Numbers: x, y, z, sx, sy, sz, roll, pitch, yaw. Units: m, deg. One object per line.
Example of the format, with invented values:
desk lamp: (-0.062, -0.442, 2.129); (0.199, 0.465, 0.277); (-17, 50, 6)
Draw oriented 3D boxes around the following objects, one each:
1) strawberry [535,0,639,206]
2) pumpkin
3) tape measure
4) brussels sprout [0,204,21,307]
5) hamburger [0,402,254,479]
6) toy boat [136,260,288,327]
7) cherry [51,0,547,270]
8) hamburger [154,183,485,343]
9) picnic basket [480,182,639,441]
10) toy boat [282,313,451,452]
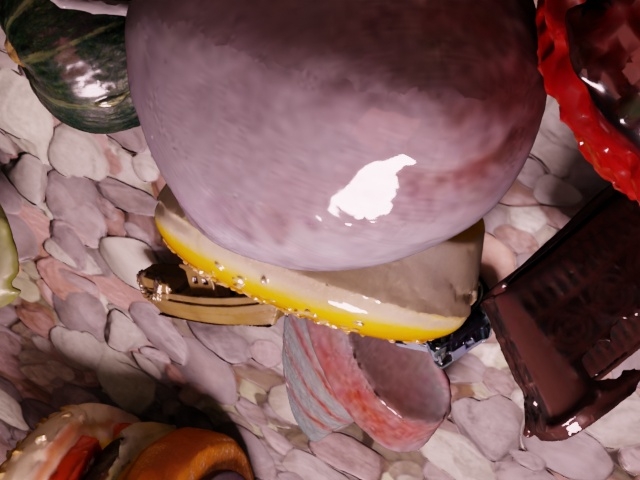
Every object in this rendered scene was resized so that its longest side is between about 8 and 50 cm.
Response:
strawberry: (0.286, -0.139, 1.121); (0.292, 0.310, 0.291); (1, 105, 2)
pumpkin: (-0.199, -0.193, 1.434); (0.211, 0.152, 0.211); (54, 173, 9)
tape measure: (0.119, 0.070, 1.577); (0.091, 0.094, 0.054); (28, 149, 38)
brussels sprout: (-0.538, -0.052, 1.718); (0.361, 0.342, 0.425); (36, 149, 43)
hamburger: (-0.239, 0.358, 1.962); (0.250, 0.330, 0.330); (13, 139, 24)
toy boat: (-0.108, 0.045, 1.733); (0.206, 0.064, 0.072); (2, 115, 39)
cherry: (0.009, -0.118, 1.237); (0.291, 0.335, 0.326); (13, 126, -41)
hamburger: (0.000, 0.000, 1.478); (0.295, 0.227, 0.151); (26, 108, 13)
picnic basket: (0.220, 0.051, 1.349); (0.129, 0.222, 0.297); (50, -179, 6)
toy boat: (0.017, 0.148, 1.763); (0.206, 0.096, 0.282); (49, 154, -2)
